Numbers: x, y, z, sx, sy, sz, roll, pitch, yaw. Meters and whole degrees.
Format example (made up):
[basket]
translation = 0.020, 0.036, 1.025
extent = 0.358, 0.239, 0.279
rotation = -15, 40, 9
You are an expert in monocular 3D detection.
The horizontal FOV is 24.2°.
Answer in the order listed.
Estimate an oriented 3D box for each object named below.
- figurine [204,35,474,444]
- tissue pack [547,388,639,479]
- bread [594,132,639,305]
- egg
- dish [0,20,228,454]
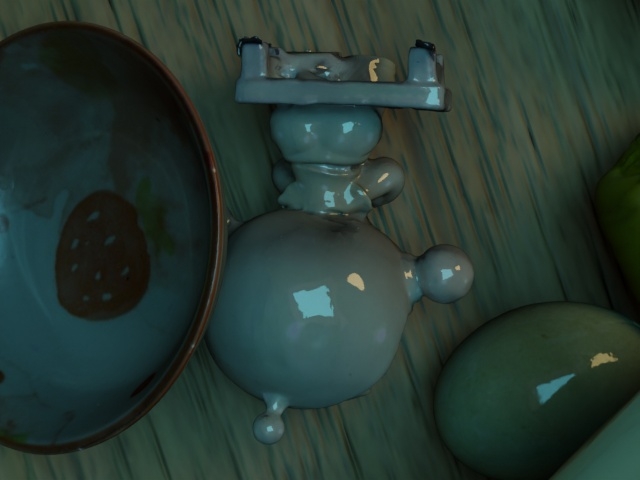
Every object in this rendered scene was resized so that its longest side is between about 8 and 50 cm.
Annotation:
[figurine]
translation = 0.005, 0.000, 0.948
extent = 0.182, 0.144, 0.257
rotation = 5, 90, -10
[tissue pack]
translation = 0.229, 0.236, 0.837
extent = 0.297, 0.207, 0.380
rotation = 46, 114, 18
[bread]
translation = 0.312, 0.087, 0.990
extent = 0.166, 0.112, 0.383
rotation = -32, 92, -29
[egg]
translation = 0.147, 0.097, 0.971
extent = 0.152, 0.114, 0.114
rotation = -19, 90, 5
[dish]
translation = -0.142, 0.000, 0.926
extent = 0.260, 0.085, 0.260
rotation = -3, 84, 34
